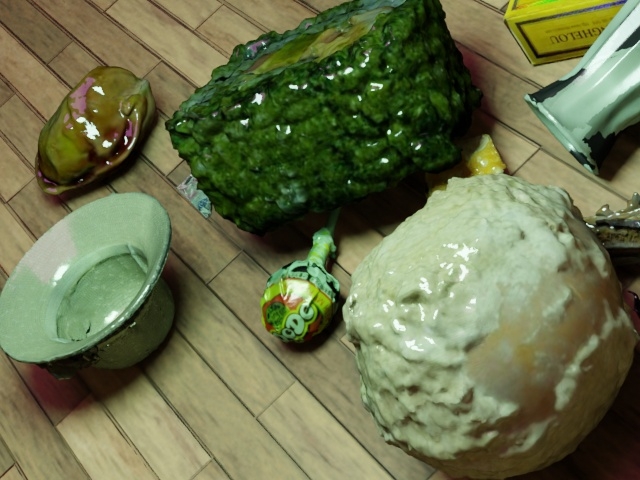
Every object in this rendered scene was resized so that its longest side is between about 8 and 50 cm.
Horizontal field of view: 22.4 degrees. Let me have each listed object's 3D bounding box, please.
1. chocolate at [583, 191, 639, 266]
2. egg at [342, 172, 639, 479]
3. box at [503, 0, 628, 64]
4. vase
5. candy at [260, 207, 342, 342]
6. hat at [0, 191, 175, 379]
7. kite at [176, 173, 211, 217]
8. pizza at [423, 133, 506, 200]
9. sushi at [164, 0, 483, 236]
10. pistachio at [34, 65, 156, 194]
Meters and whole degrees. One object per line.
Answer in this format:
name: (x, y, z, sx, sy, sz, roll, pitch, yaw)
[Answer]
chocolate: (0.325, -0.008, 1.578, 0.329, 0.065, 0.102, -4, 13, 36)
egg: (0.153, 0.079, 1.480, 0.279, 0.279, 0.310, -21, 28, 23)
box: (0.348, -0.355, 1.903, 0.193, 0.084, 0.301, -7, 48, 35)
vase: (0.385, -0.229, 1.693, 0.360, 0.165, 0.165, -42, 36, 5)
candy: (0.000, 0.000, 1.863, 0.091, 0.083, 0.305, -34, 25, 37)
hat: (-0.249, 0.078, 1.930, 0.257, 0.130, 0.257, -24, 39, 21)
kite: (-0.129, -0.083, 2.097, 0.157, 0.011, 0.139, -8, 49, 36)
pizza: (0.164, -0.064, 1.801, 0.099, 0.036, 0.160, -34, 38, 9)
sushi: (0.011, -0.163, 1.880, 0.352, 0.178, 0.294, -17, 24, 31)
pistachio: (-0.317, -0.151, 2.232, 0.210, 0.130, 0.165, -48, 39, 3)
